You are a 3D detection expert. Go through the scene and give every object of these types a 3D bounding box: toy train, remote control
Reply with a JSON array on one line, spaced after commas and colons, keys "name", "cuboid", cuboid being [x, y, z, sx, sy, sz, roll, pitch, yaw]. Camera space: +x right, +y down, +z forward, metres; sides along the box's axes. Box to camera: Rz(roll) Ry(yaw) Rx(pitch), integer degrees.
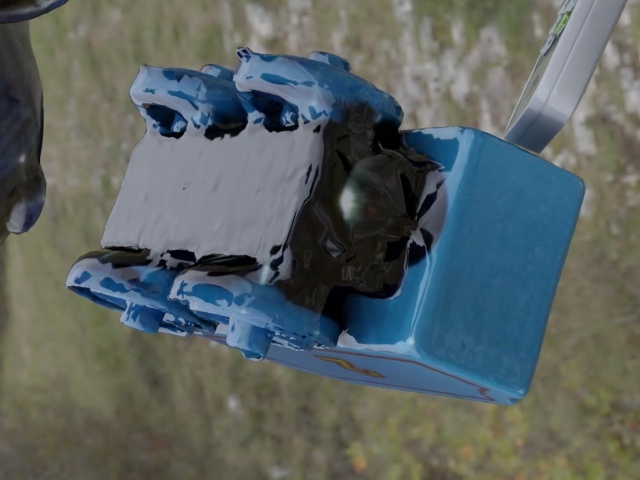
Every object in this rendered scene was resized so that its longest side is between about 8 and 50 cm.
[{"name": "toy train", "cuboid": [0.000, 0.000, 1.120, 0.300, 0.265, 0.188, 1, 73, 58]}, {"name": "remote control", "cuboid": [0.185, -0.176, 1.109, 0.250, 0.034, 0.103, -64, 0, -12]}]

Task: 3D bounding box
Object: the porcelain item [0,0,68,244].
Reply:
[{"name": "porcelain item", "cuboid": [-0.119, -0.118, 0.532, 0.288, 0.138, 0.186, -57, 44, 24]}]
